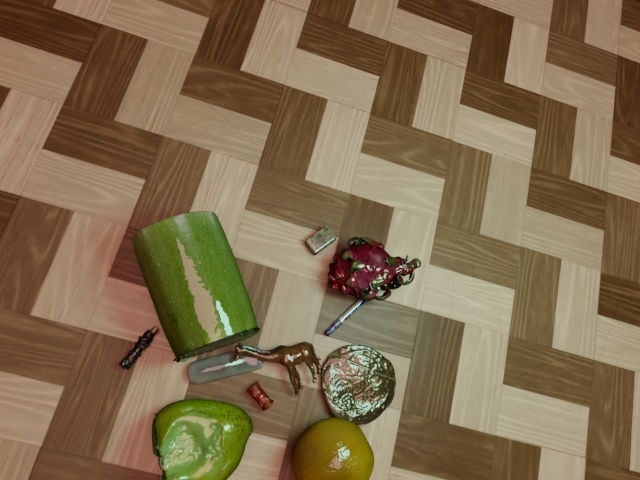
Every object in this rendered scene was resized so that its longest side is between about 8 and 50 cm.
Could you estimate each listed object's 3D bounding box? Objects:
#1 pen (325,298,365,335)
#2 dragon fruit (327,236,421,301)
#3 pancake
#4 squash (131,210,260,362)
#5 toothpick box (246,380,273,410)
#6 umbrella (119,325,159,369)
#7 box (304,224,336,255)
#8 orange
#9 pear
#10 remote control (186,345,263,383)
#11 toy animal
[{"bbox_3d":[0.093,0.240,1.495,0.204,0.025,0.025,-41,86,-17],"label":"pen"},{"bbox_3d":[0.165,0.103,1.467,0.273,0.218,0.198,24,118,-9],"label":"dragon fruit"},{"bbox_3d":[0.120,0.453,1.438,0.250,0.031,0.250,3,75,-13],"label":"pancake"},{"bbox_3d":[-0.356,0.133,1.316,0.263,0.263,0.384,-20,82,-15],"label":"squash"},{"bbox_3d":[-0.181,0.471,1.374,0.047,0.047,0.083,-41,86,-17],"label":"toothpick box"},{"bbox_3d":[-0.537,0.315,1.351,0.040,0.037,0.144,44,73,-20],"label":"umbrella"},{"bbox_3d":[0.000,0.000,1.526,0.098,0.045,0.062,-39,85,-16],"label":"box"},{"bbox_3d":[0.034,0.620,1.293,0.236,0.236,0.236,2,76,-10],"label":"orange"},{"bbox_3d":[-0.315,0.571,1.271,0.293,0.159,0.292,3,74,-12],"label":"pear"},{"bbox_3d":[-0.287,0.378,1.379,0.229,0.044,0.073,-10,76,-14],"label":"remote control"},{"bbox_3d":[-0.125,0.368,1.394,0.224,0.066,0.229,-32,94,-17],"label":"toy animal"}]
